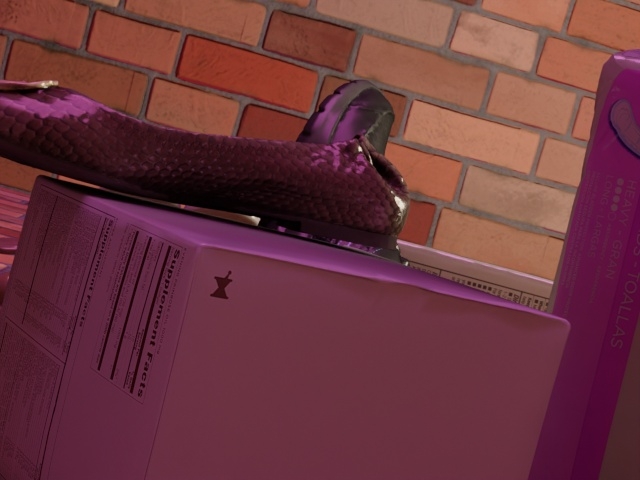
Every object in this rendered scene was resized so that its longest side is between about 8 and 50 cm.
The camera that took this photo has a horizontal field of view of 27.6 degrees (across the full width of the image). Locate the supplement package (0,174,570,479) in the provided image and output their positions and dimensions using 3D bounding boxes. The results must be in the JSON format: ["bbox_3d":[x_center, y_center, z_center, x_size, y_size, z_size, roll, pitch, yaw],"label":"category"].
[{"bbox_3d":[-0.033,0.071,0.619,0.194,0.149,0.203,13,4,-31],"label":"supplement package"}]

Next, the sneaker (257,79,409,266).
[{"bbox_3d":[0.012,0.014,1.029,0.140,0.340,0.125,23,-38,-1],"label":"sneaker"}]

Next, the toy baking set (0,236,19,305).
[{"bbox_3d":[-0.205,0.043,0.964,0.197,0.030,0.256,12,20,0],"label":"toy baking set"}]

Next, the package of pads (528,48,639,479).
[{"bbox_3d":[0.229,0.065,0.652,0.229,0.296,0.101,17,11,34],"label":"package of pads"}]

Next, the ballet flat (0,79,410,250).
[{"bbox_3d":[-0.065,-0.046,0.643,0.250,0.058,0.084,13,2,-22],"label":"ballet flat"}]

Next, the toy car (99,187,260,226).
[{"bbox_3d":[-0.139,0.035,1.149,0.182,0.159,0.136,14,-32,-16],"label":"toy car"}]

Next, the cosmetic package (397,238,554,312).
[{"bbox_3d":[0.138,0.093,1.167,0.296,0.153,0.129,17,1,0],"label":"cosmetic package"}]
